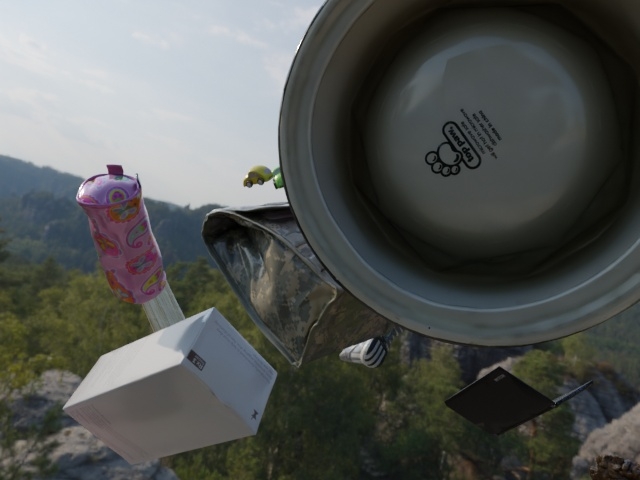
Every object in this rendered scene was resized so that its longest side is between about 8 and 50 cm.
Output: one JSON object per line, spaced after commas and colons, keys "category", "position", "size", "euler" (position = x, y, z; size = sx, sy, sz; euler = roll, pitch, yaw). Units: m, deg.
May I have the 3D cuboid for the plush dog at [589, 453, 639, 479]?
{"category": "plush dog", "position": [0.305, 0.344, 0.489], "size": [0.225, 0.262, 0.211], "euler": [-25, -35, -9]}

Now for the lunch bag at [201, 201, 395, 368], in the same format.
{"category": "lunch bag", "position": [-0.020, 0.027, 0.807], "size": [0.287, 0.169, 0.235], "euler": [40, 28, 31]}

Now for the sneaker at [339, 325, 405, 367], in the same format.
{"category": "sneaker", "position": [0.113, 0.199, 1.179], "size": [0.132, 0.086, 0.228], "euler": [-10, 21, 39]}

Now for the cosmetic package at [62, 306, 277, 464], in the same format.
{"category": "cosmetic package", "position": [-0.308, 0.310, 1.051], "size": [0.384, 0.156, 0.217], "euler": [-24, -64, 27]}

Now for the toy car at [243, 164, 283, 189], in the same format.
{"category": "toy car", "position": [-0.112, -0.198, 1.448], "size": [0.238, 0.053, 0.225], "euler": [-22, 21, -2]}

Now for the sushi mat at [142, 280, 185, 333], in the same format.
{"category": "sushi mat", "position": [-0.436, 0.184, 1.416], "size": [0.316, 0.019, 0.151], "euler": [52, 9, 34]}

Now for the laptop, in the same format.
{"category": "laptop", "position": [0.494, 0.384, 1.288], "size": [0.264, 0.137, 0.234], "euler": [-11, -29, -34]}

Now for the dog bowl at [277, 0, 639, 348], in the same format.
{"category": "dog bowl", "position": [0.170, -0.107, 0.540], "size": [0.407, 0.408, 0.150], "euler": [11, 10, 18]}

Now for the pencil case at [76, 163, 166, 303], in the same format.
{"category": "pencil case", "position": [-0.385, -0.004, 1.012], "size": [0.124, 0.124, 0.284], "euler": [11, -47, 11]}
